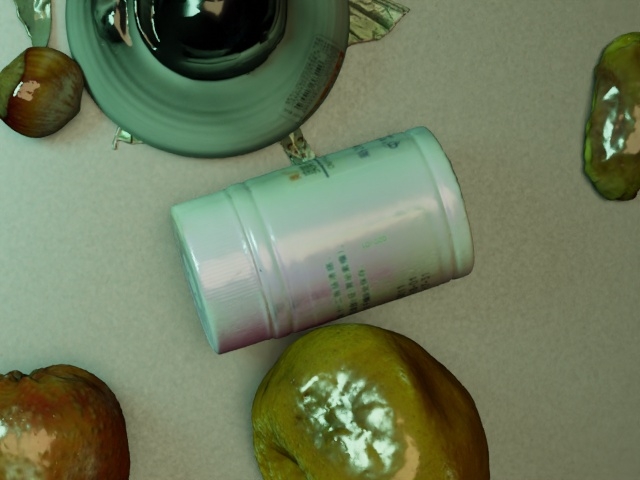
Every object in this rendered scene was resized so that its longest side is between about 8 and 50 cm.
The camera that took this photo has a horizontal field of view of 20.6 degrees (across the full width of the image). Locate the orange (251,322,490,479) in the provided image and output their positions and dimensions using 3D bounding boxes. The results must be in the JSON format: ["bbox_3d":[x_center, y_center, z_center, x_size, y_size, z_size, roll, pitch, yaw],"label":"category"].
[{"bbox_3d":[0.057,0.189,1.617,0.183,0.249,0.249,-25,93,-23],"label":"orange"}]

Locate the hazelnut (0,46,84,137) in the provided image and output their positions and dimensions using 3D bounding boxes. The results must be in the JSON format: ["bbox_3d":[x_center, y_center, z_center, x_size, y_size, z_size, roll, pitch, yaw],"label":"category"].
[{"bbox_3d":[-0.263,-0.138,1.644,0.086,0.086,0.086,0,90,-8],"label":"hazelnut"}]

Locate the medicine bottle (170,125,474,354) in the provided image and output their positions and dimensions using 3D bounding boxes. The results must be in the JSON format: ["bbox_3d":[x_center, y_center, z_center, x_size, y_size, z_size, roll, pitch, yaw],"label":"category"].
[{"bbox_3d":[0.000,0.000,1.641,0.254,0.152,0.152,-17,92,-8],"label":"medicine bottle"}]

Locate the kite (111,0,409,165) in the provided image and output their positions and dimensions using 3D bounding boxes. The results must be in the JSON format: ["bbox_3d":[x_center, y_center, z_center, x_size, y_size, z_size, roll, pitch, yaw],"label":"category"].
[{"bbox_3d":[-0.070,-0.193,1.702,0.323,0.013,0.267,-23,92,-7],"label":"kite"}]

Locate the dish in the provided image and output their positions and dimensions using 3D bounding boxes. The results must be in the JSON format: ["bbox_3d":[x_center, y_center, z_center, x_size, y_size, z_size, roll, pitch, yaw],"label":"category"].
[{"bbox_3d":[-0.102,-0.216,1.628,0.273,0.134,0.273,0,88,-5],"label":"dish"}]

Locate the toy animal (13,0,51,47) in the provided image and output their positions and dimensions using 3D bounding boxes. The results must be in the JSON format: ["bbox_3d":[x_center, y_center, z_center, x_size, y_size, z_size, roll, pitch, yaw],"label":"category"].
[{"bbox_3d":[-0.278,-0.293,1.634,0.155,0.095,0.219,-30,95,-3],"label":"toy animal"}]

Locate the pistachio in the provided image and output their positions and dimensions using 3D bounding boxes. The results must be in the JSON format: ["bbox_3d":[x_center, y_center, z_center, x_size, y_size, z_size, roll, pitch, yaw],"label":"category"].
[{"bbox_3d":[0.314,-0.123,1.737,0.090,0.049,0.173,8,89,-9],"label":"pistachio"}]

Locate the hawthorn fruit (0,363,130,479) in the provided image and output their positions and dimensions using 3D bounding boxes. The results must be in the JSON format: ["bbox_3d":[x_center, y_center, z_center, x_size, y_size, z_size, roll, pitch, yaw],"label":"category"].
[{"bbox_3d":[-0.259,0.215,1.593,0.179,0.179,0.200,-2,94,-8],"label":"hawthorn fruit"}]
